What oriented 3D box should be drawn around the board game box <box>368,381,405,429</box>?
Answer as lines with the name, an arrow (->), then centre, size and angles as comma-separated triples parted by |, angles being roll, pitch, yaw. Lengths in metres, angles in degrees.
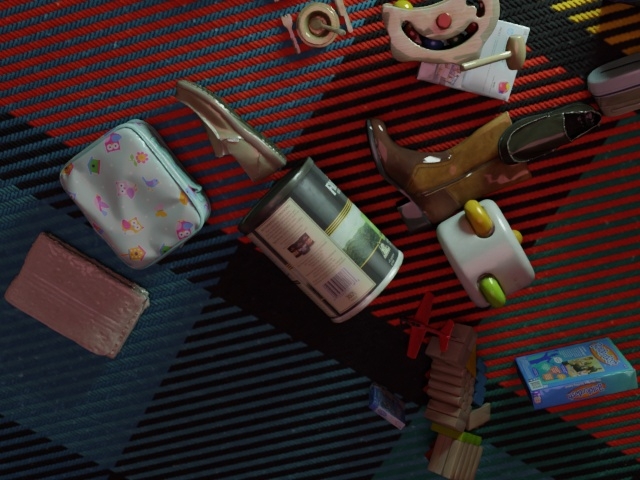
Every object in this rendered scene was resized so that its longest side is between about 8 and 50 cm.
board game box -> 0.148, 0.365, 1.605 | 0.090, 0.090, 0.020 | 37, 108, -8

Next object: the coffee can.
coffee can -> 0.000, 0.000, 1.449 | 0.201, 0.201, 0.275 | -42, 101, 13

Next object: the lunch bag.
lunch bag -> -0.367, -0.094, 1.488 | 0.224, 0.108, 0.279 | -35, 102, 9

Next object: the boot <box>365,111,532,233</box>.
boot -> 0.252, -0.178, 1.442 | 0.280, 0.096, 0.264 | -27, 100, 8

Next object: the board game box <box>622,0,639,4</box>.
board game box -> 0.691, -0.467, 1.264 | 0.291, 0.232, 0.141 | 12, 107, 0

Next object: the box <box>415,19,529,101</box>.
box -> 0.295, -0.364, 1.413 | 0.186, 0.038, 0.145 | 13, 107, 0

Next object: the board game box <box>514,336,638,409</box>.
board game box -> 0.532, 0.278, 1.527 | 0.210, 0.160, 0.047 | -14, 106, 7

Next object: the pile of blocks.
pile of blocks -> 0.290, 0.353, 1.603 | 0.112, 0.149, 0.362 | 10, 100, 45

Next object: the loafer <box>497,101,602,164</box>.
loafer -> 0.447, -0.214, 1.405 | 0.220, 0.078, 0.080 | -27, 102, -6

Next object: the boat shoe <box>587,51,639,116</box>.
boat shoe -> 0.660, -0.314, 1.351 | 0.302, 0.109, 0.094 | -10, 127, 36

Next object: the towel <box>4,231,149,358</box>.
towel -> -0.531, 0.122, 1.591 | 0.282, 0.049, 0.187 | 33, 104, -6

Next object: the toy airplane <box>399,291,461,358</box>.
toy airplane -> 0.230, 0.190, 1.546 | 0.151, 0.028, 0.151 | -8, 77, 35

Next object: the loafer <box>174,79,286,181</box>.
loafer -> -0.192, -0.214, 1.447 | 0.268, 0.102, 0.092 | 39, 98, -9

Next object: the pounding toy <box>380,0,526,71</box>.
pounding toy -> 0.243, -0.393, 1.306 | 0.269, 0.155, 0.154 | 4, 111, 3

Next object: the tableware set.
tableware set -> -0.025, -0.468, 1.397 | 0.128, 0.039, 0.194 | -20, 104, 8

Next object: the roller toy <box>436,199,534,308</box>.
roller toy -> 0.332, 0.021, 1.445 | 0.146, 0.191, 0.209 | -29, 87, 11
